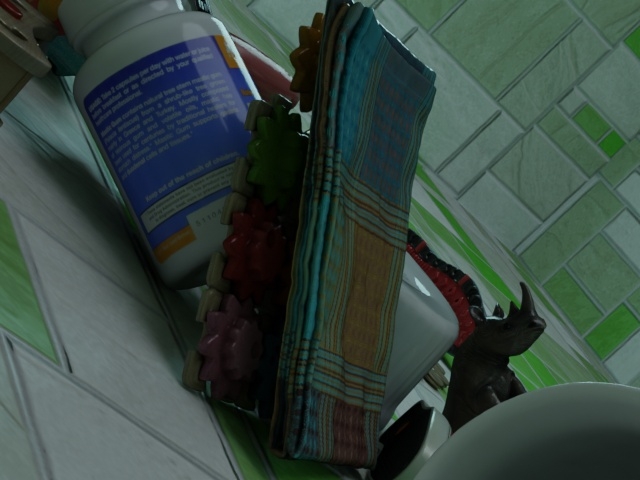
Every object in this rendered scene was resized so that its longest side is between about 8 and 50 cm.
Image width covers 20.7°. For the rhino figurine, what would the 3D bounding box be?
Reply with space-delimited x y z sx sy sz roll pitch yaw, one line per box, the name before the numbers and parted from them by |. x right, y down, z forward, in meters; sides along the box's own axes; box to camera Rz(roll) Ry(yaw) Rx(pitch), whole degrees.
rhino figurine | 0.170 0.155 1.762 0.073 0.243 0.106 -3 22 -44

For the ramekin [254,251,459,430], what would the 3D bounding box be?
ramekin | 0.012 0.047 1.759 0.277 0.135 0.277 45 9 -9

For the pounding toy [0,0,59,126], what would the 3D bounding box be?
pounding toy | -0.269 -0.191 1.445 0.154 0.155 0.269 43 8 4

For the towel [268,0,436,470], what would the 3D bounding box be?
towel | 0.033 0.005 1.472 0.040 0.370 0.271 5 -7 17

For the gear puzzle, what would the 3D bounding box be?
gear puzzle | -0.016 -0.022 1.440 0.044 0.339 0.175 7 -13 30

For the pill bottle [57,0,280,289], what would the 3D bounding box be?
pill bottle | -0.125 -0.106 1.548 0.272 0.152 0.152 64 12 8

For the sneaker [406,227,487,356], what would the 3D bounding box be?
sneaker | 0.176 0.080 2.484 0.125 0.104 0.262 40 11 -46

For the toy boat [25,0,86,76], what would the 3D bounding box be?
toy boat | -0.286 -0.242 1.732 0.267 0.148 0.318 48 0 -21

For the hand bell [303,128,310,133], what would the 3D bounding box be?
hand bell | 0.000 0.000 2.113 0.242 0.126 0.126 58 8 -5

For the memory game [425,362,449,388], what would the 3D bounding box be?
memory game | 0.098 0.121 2.229 0.186 0.012 0.186 45 9 -9

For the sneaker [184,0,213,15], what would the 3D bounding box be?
sneaker | -0.153 -0.153 1.675 0.107 0.124 0.283 53 22 -79

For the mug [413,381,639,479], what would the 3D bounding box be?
mug | 0.185 0.264 1.292 0.374 0.276 0.328 16 -12 27

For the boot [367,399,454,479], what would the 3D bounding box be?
boot | 0.131 0.241 1.612 0.176 0.088 0.244 48 5 1

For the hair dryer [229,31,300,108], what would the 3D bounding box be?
hair dryer | -0.154 -0.245 2.197 0.293 0.080 0.223 29 12 12
